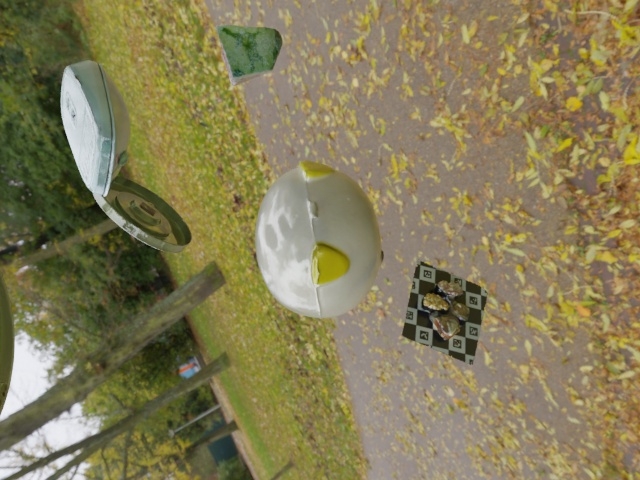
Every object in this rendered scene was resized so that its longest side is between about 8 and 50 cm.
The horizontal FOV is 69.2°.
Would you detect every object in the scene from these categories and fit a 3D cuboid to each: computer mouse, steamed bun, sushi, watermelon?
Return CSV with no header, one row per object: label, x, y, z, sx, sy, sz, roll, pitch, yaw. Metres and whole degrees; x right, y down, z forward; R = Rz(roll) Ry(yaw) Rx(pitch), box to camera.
computer mouse,-0.398,-0.212,0.848,0.288,0.097,0.160,53,130,30
steamed bun,-0.007,0.001,1.130,0.334,0.333,0.374,112,150,-62
sushi,0.297,0.155,1.074,0.192,0.210,0.040,23,148,0
watermelon,-0.168,-0.353,0.906,0.158,0.121,0.098,0,96,36

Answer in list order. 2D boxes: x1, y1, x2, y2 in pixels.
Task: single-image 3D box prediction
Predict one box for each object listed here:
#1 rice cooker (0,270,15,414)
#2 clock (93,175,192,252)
rice cooker,-0.437,0.097,0.368,0.288,0.276,0.289,170,90,-84
clock,-0.387,-0.062,1.024,0.235,0.029,0.235,42,-171,-8
